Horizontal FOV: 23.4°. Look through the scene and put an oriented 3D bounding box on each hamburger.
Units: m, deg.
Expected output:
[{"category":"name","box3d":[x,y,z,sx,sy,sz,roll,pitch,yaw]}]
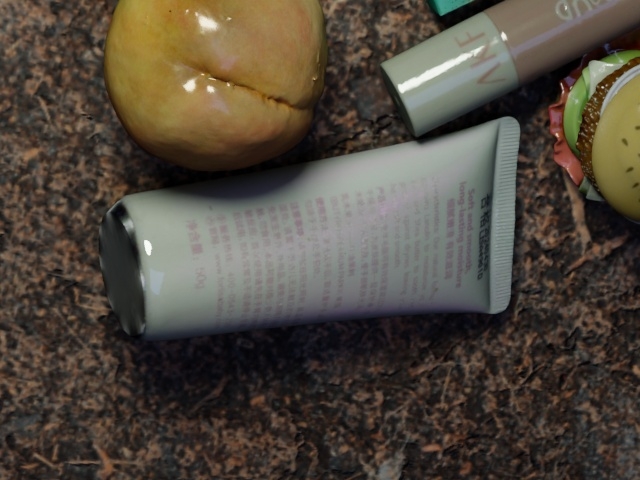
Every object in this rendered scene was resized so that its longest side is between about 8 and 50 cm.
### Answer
[{"category":"hamburger","box3d":[0.283,-0.091,1.293,0.175,0.137,0.175,-4,112,-9]}]

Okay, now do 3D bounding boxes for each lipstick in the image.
[{"category":"lipstick","box3d":[0.176,-0.171,1.268,0.254,0.070,0.070,-27,117,-1]}]

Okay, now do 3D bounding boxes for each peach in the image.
[{"category":"peach","box3d":[-0.080,-0.138,1.166,0.184,0.184,0.184,-5,114,-11]}]

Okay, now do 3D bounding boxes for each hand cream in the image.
[{"category":"hand cream","box3d":[0.000,0.000,1.293,0.358,0.118,0.185,-8,113,-18]}]

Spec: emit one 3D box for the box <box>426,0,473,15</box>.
[{"category":"box","box3d":[0.166,-0.297,1.225,0.226,0.042,0.161,-24,116,-3]}]
